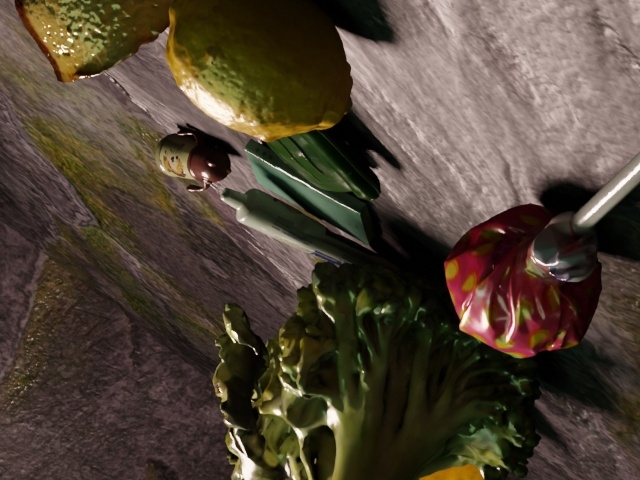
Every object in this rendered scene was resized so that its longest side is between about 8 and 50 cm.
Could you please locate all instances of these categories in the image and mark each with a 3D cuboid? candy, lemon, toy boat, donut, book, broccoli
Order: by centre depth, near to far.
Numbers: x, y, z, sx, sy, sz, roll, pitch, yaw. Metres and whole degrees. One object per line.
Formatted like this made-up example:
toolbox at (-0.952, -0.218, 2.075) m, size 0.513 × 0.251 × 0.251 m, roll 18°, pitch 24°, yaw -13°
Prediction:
candy at (0.184, -0.007, 1.386) m, size 0.124 × 0.124 × 0.365 m, roll 36°, pitch 158°, yaw 0°
lemon at (-0.044, -0.135, 1.431) m, size 0.155 × 0.114 × 0.114 m, roll 33°, pitch 169°, yaw -10°
donut at (-0.176, -0.201, 1.535) m, size 0.085 × 0.141 × 0.217 m, roll 49°, pitch 159°, yaw -23°
toy boat at (-0.026, -0.102, 1.661) m, size 0.104 × 0.052 × 0.210 m, roll 24°, pitch 162°, yaw 51°
book at (-0.009, -0.046, 1.898) m, size 0.135 × 0.017 × 0.103 m, roll 30°, pitch 167°, yaw 16°
broccoli at (0.047, 0.161, 1.946) m, size 0.334 × 0.272 × 0.324 m, roll -33°, pitch 93°, yaw 41°

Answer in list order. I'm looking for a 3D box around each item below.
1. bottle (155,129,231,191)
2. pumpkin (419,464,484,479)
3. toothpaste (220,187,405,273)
bottle at (-0.131, -0.085, 2.022) m, size 0.101 × 0.047 × 0.063 m, roll 17°, pitch 148°, yaw 53°
pumpkin at (0.114, 0.160, 2.181) m, size 0.312 × 0.169 × 0.148 m, roll 57°, pitch -166°, yaw -40°
toothpaste at (0.000, 0.000, 1.941) m, size 0.233 × 0.038 × 0.060 m, roll 26°, pitch -179°, yaw -23°
